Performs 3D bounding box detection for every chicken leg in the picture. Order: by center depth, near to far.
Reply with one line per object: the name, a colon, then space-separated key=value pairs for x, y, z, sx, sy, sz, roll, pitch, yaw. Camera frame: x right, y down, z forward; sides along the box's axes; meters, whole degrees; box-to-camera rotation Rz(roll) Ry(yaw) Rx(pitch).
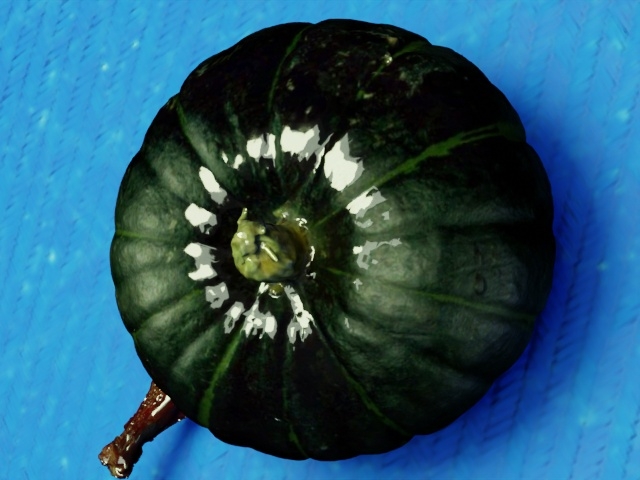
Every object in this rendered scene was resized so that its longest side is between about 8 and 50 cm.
chicken leg: x=-0.080 y=0.045 z=1.073 sx=0.093 sy=0.053 sz=0.205 roll=7 pitch=77 yaw=-11

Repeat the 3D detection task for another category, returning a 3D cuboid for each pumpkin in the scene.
pumpkin: x=0.000 y=0.000 z=0.956 sx=0.249 sy=0.216 sz=0.250 roll=2 pitch=95 yaw=22
